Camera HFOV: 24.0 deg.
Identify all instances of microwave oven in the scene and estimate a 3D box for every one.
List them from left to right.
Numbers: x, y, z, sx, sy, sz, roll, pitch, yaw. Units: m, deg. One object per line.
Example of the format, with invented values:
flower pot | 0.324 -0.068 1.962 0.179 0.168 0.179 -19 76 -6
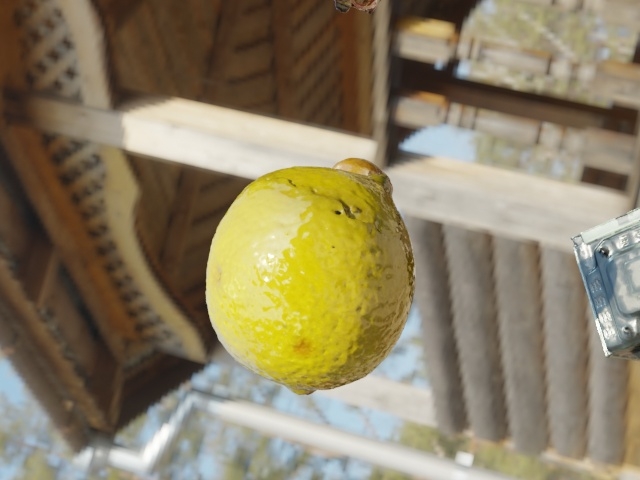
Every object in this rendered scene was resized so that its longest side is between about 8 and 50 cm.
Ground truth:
microwave oven | 0.566 0.042 2.311 0.181 0.295 0.237 12 -121 -51

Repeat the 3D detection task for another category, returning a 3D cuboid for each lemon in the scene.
lemon | -0.009 0.046 1.626 0.228 0.228 0.253 -1 -84 -72

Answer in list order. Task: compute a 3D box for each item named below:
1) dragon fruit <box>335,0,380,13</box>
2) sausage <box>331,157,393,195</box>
dragon fruit | 0.003 -0.410 1.714 0.211 0.262 0.134 -51 -4 15
sausage | 0.002 0.000 2.042 0.270 0.109 0.109 -55 -8 24
